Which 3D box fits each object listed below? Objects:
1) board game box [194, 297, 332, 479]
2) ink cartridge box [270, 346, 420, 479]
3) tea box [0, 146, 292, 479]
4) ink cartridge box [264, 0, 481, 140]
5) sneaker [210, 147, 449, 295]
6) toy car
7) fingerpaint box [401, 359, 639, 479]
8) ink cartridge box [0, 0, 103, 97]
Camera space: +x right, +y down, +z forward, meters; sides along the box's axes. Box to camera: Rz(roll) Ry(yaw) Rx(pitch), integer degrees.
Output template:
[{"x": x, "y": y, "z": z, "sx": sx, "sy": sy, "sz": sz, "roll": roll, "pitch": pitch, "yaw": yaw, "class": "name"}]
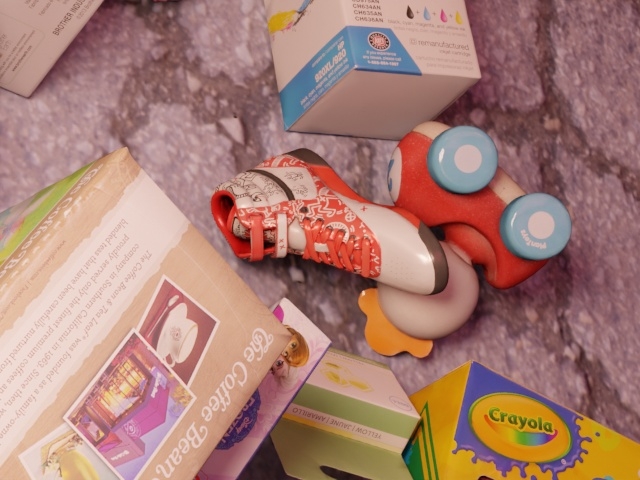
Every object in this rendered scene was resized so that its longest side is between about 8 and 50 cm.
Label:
[{"x": -0.164, "y": 0.225, "z": 1.604, "sx": 0.066, "sy": 0.318, "sz": 0.319, "roll": 43, "pitch": 54, "yaw": -9, "class": "board game box"}, {"x": 0.020, "y": 0.176, "z": 1.815, "sx": 0.171, "sy": 0.056, "sz": 0.235, "roll": 19, "pitch": 16, "yaw": -23, "class": "ink cartridge box"}, {"x": -0.254, "y": 0.144, "z": 1.432, "sx": 0.220, "sy": 0.323, "sz": 0.329, "roll": 49, "pitch": 49, "yaw": -17, "class": "tea box"}, {"x": 0.051, "y": -0.256, "z": 2.048, "sx": 0.171, "sy": 0.168, "sz": 0.233, "roll": 2, "pitch": 67, "yaw": -29, "class": "ink cartridge box"}, {"x": -0.001, "y": 0.001, "z": 1.886, "sx": 0.145, "sy": 0.090, "sz": 0.270, "roll": -23, "pitch": 43, "yaw": -32, "class": "sneaker"}, {"x": 0.120, "y": 0.014, "z": 1.980, "sx": 0.210, "sy": 0.219, "sz": 0.238, "roll": 42, "pitch": 82, "yaw": -7, "class": "toy car"}, {"x": 0.263, "y": 0.390, "z": 1.876, "sx": 0.444, "sy": 0.163, "sz": 0.371, "roll": 28, "pitch": 57, "yaw": -17, "class": "fingerpaint box"}, {"x": -0.399, "y": -0.328, "z": 1.751, "sx": 0.395, "sy": 0.270, "sz": 0.151, "roll": 22, "pitch": 57, "yaw": -21, "class": "ink cartridge box"}]
